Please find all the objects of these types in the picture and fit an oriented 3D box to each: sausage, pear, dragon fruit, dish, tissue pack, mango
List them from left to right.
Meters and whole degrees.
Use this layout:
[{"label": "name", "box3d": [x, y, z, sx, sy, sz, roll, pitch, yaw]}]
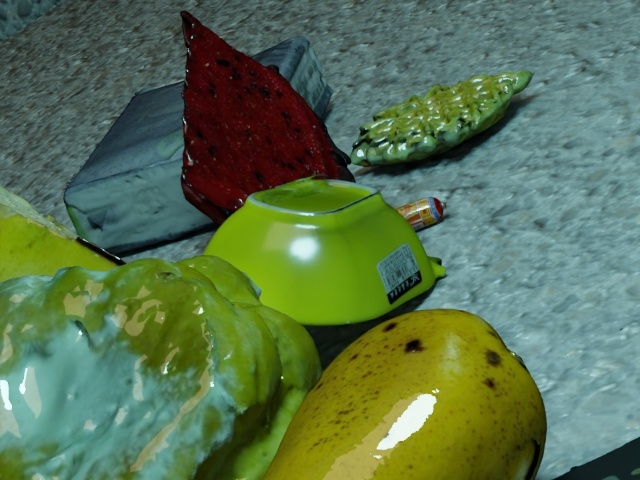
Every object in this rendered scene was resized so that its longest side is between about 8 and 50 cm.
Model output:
[{"label": "pear", "box3d": [-0.246, 0.096, 2.022, 0.191, 0.340, 0.386, -61, 31, -1]}, {"label": "tissue pack", "box3d": [-0.160, -0.132, 2.738, 0.288, 0.124, 0.394, -15, 21, 18]}, {"label": "dragon fruit", "box3d": [-0.081, -0.094, 2.417, 0.100, 0.282, 0.343, -46, 29, 31]}, {"label": "dish", "box3d": [0.000, 0.000, 2.087, 0.221, 0.108, 0.262, 15, 21, 37]}, {"label": "sausage", "box3d": [0.086, -0.019, 2.290, 0.129, 0.034, 0.034, -21, 19, 8]}, {"label": "mango", "box3d": [0.062, 0.169, 1.533, 0.191, 0.160, 0.290, 11, 41, 41]}]

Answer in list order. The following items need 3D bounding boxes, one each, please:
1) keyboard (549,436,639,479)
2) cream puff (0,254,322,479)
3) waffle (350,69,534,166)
[{"label": "keyboard", "box3d": [0.211, 0.205, 1.547, 0.317, 0.027, 0.106, -25, 22, -6]}, {"label": "cream puff", "box3d": [-0.156, 0.186, 1.700, 0.378, 0.275, 0.378, -17, 47, 19]}, {"label": "waffle", "box3d": [0.148, -0.150, 2.541, 0.204, 0.054, 0.223, -5, 24, 43]}]
